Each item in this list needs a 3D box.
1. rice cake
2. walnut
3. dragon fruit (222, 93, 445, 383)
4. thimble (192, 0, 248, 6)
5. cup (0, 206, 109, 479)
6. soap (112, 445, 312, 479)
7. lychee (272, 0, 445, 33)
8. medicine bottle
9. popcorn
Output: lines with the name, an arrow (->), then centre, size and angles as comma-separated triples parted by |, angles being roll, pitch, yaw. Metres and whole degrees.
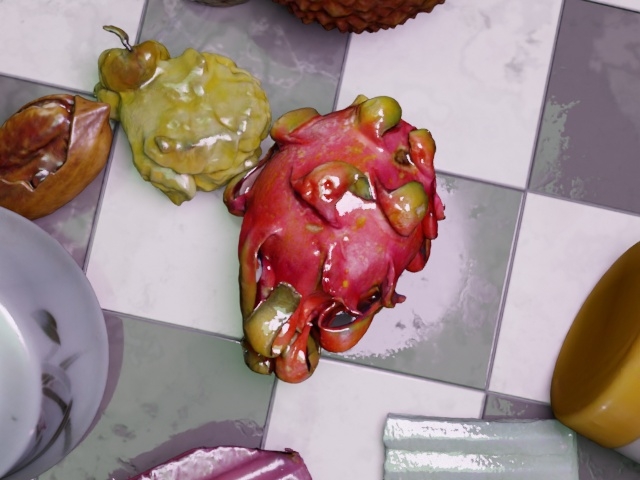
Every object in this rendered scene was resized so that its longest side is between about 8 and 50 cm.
rice cake -> 0.189, 0.267, 1.151 | 0.237, 0.043, 0.127 | 0, 88, -3
walnut -> -0.309, -0.094, 1.096 | 0.207, 0.116, 0.116 | -31, 88, 22
dragon fruit -> 0.018, -0.003, 1.069 | 0.243, 0.227, 0.307 | -7, 89, 1
thimble -> -0.118, -0.321, 1.161 | 0.110, 0.062, 0.084 | -24, 89, -4
cup -> -0.411, 0.136, 1.029 | 0.347, 0.163, 0.347 | 0, 100, 1
soap -> -0.142, 0.322, 1.068 | 0.289, 0.112, 0.182 | -23, 85, -18
lychee -> 0.052, -0.370, 1.070 | 0.304, 0.276, 0.276 | -34, 89, -13
medicine bottle -> 0.410, 0.147, 1.076 | 0.232, 0.238, 0.238 | 29, 85, -3
popcorn -> -0.153, -0.150, 1.104 | 0.168, 0.173, 0.195 | -37, 84, 8
